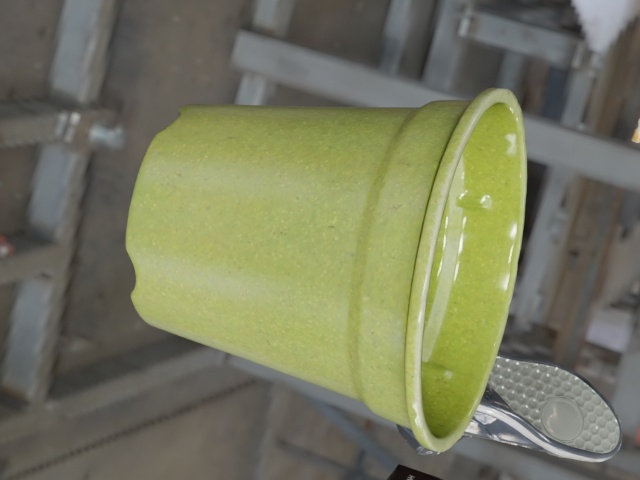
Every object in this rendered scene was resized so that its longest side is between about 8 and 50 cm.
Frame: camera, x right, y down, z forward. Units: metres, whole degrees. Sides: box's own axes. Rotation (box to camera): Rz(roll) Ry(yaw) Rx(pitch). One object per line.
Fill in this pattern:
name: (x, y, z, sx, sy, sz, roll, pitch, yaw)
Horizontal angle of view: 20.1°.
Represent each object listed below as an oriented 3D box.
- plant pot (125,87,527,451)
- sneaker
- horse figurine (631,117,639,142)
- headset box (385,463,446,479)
plant pot: (0.000, 0.000, 1.379, 0.276, 0.254, 0.276, 11, 90, -71)
sneaker: (0.175, 0.174, 1.792, 0.163, 0.226, 0.086, 115, -3, -63)
horse figurine: (0.419, -0.182, 1.924, 0.263, 0.066, 0.174, -3, 114, -52)
headset box: (0.170, 0.362, 1.663, 0.110, 0.293, 0.218, -32, 139, -72)
